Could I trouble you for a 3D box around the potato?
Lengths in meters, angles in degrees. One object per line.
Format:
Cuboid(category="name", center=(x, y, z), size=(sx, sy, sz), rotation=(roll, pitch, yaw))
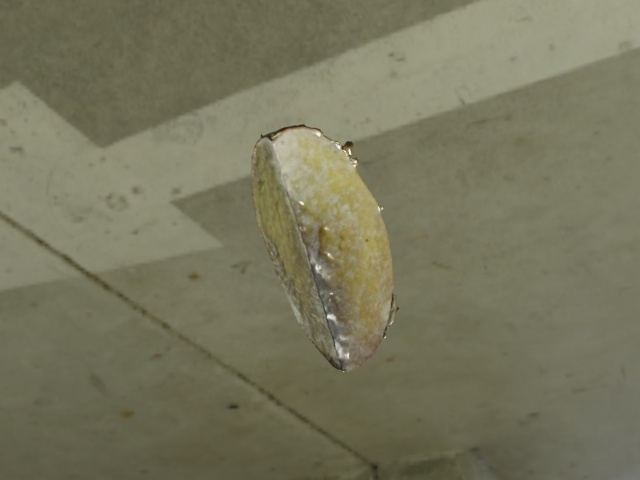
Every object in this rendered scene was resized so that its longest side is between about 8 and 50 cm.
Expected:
Cuboid(category="potato", center=(0.001, -0.001, 0.378), size=(0.037, 0.093, 0.036), rotation=(-26, -164, -29))
